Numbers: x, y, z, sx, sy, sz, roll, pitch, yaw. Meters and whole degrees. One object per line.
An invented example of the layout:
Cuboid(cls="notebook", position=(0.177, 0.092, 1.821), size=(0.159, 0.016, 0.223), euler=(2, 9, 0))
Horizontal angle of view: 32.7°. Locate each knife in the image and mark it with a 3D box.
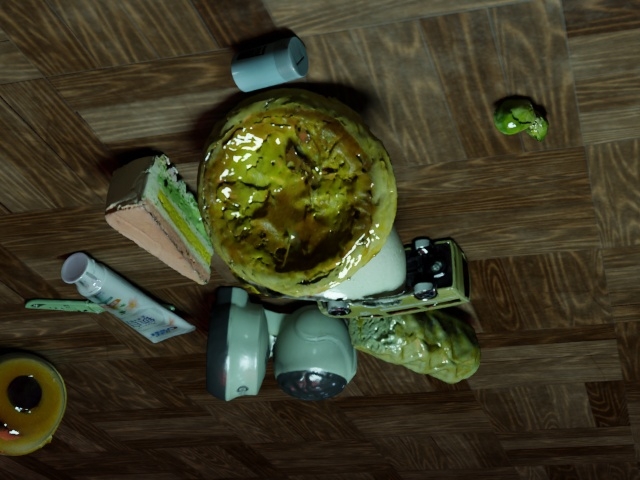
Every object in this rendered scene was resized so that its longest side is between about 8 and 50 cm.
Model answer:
Cuboid(cls="knife", position=(-0.426, 0.129, 2.105), size=(0.293, 0.020, 0.043), euler=(2, 155, 1))

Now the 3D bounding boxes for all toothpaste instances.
Cuboid(cls="toothpaste", position=(-0.355, 0.117, 2.017), size=(0.100, 0.066, 0.323), euler=(-20, 146, 19))

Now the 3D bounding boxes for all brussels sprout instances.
Cuboid(cls="brussels sprout", position=(0.270, -0.160, 1.449), size=(0.083, 0.046, 0.051), euler=(8, 151, -33))

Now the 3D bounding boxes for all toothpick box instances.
Cuboid(cls="toothpick box", position=(-0.062, -0.217, 1.347), size=(0.083, 0.052, 0.052), euler=(-11, 150, 27))

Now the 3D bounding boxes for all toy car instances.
Cuboid(cls="toy car", position=(0.125, 0.076, 1.862), size=(0.257, 0.101, 0.124), euler=(-12, 153, 24))

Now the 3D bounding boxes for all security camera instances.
Cuboid(cls="security camera", position=(-0.070, 0.207, 2.044), size=(0.277, 0.191, 0.197), euler=(3, 152, -2))

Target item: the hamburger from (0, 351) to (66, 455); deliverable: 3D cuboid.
Cuboid(cls="hamburger", position=(-0.651, 0.348, 2.327), size=(0.237, 0.237, 0.147), euler=(16, 153, -25))

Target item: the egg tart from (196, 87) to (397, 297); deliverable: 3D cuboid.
Cuboid(cls="egg tart", position=(-0.030, -0.065, 1.476), size=(0.290, 0.290, 0.115), euler=(-10, -178, 23))

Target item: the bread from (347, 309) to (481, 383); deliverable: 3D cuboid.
Cuboid(cls="bread", position=(0.186, 0.178, 2.011), size=(0.268, 0.152, 0.130), euler=(24, 125, -38))

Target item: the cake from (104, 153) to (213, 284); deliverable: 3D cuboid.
Cuboid(cls="cake", position=(-0.238, -0.030, 1.651), size=(0.090, 0.109, 0.225), euler=(-8, 144, 22))

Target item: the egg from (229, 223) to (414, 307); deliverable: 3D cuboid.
Cuboid(cls="egg", position=(0.005, 0.000, 1.661), size=(0.264, 0.174, 0.286), euler=(2, -176, -28))
